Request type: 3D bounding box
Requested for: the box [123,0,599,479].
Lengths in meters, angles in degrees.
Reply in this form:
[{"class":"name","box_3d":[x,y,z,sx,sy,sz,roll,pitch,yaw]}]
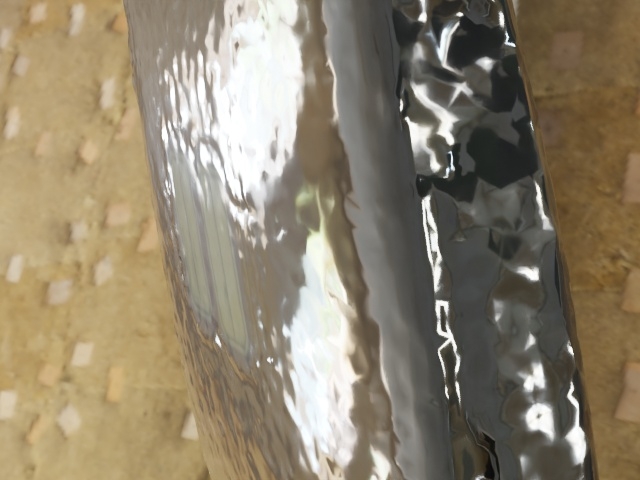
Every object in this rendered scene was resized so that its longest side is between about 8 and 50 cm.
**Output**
[{"class":"box","box_3d":[0.000,0.000,0.514,0.350,0.091,0.359,-167,-115,-72]}]
